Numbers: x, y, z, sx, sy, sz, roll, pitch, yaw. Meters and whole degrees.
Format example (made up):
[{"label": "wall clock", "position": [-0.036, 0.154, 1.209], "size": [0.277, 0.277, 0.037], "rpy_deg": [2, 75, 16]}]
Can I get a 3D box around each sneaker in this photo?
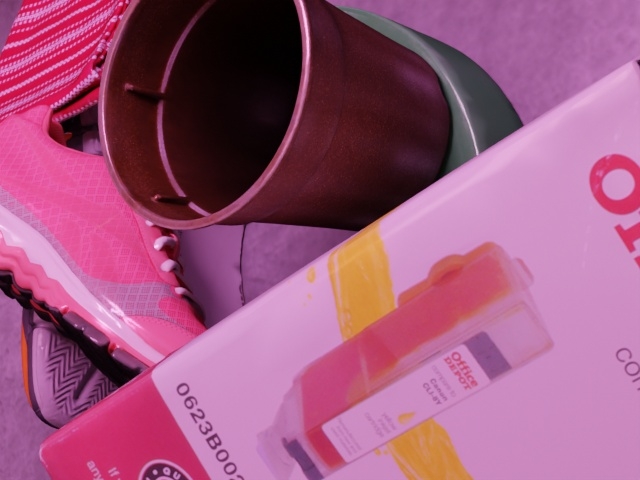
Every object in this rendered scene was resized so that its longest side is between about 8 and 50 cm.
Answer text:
[{"label": "sneaker", "position": [-0.212, -0.001, 1.113], "size": [0.180, 0.124, 0.321], "rpy_deg": [-9, 66, 43]}, {"label": "sneaker", "position": [-0.140, 0.007, 0.934], "size": [0.314, 0.116, 0.136], "rpy_deg": [36, 74, 21]}]

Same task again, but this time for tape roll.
[{"label": "tape roll", "position": [0.000, 0.000, 0.949], "size": [0.321, 0.077, 0.321], "rpy_deg": [-8, 78, 38]}]

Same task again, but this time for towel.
[{"label": "towel", "position": [-0.197, -0.199, 1.106], "size": [0.199, 0.031, 0.275], "rpy_deg": [-18, 46, 40]}]

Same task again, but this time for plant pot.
[{"label": "plant pot", "position": [-0.018, -0.079, 0.819], "size": [0.167, 0.165, 0.167], "rpy_deg": [-7, 78, 39]}]

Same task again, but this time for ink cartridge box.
[{"label": "ink cartridge box", "position": [0.091, 0.112, 0.690], "size": [0.385, 0.160, 0.279], "rpy_deg": [-34, 88, 27]}]
